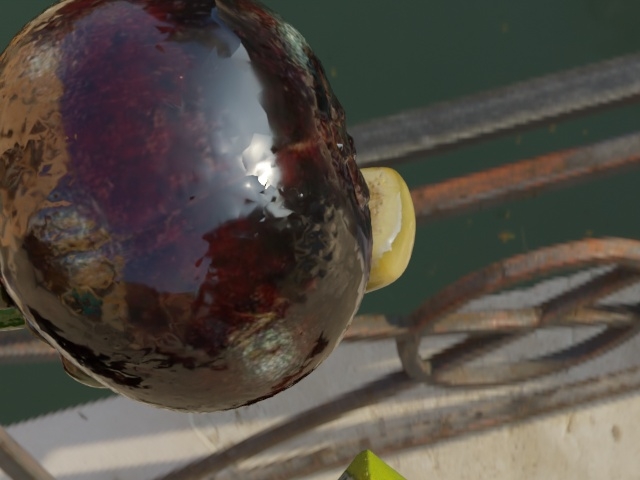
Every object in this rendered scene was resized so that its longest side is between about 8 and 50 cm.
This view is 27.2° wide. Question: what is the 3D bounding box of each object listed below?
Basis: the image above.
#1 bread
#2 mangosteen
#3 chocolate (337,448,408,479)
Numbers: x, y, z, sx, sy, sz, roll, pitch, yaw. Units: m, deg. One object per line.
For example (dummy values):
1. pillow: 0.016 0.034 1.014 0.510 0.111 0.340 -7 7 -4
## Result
1. bread: 0.000 0.000 1.401 0.217 0.098 0.147 -2 60 23
2. mangosteen: -0.084 -0.023 0.646 0.216 0.216 0.216 -3 62 6
3. chocolate: 0.072 0.456 1.580 0.289 0.137 0.301 39 87 2
